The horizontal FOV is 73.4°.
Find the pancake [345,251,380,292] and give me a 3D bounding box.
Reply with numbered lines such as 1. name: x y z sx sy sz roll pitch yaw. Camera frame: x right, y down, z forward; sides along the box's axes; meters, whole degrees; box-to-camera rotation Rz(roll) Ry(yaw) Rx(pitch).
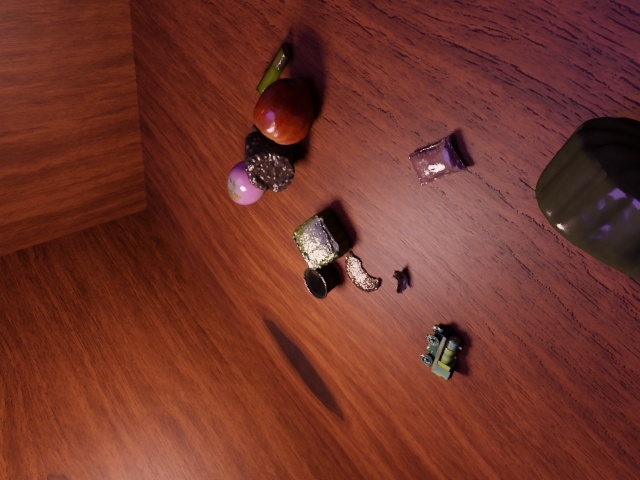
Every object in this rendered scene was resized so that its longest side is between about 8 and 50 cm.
1. pancake: 0.169 0.131 1.798 0.184 0.020 0.190 -18 97 56

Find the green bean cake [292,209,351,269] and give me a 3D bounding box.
1. green bean cake: 0.000 0.000 1.815 0.200 0.113 0.214 -34 86 37

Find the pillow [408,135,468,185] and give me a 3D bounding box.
1. pillow: 0.348 -0.236 1.305 0.185 0.043 0.118 -19 97 56

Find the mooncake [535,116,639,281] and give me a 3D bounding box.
1. mooncake: 0.599 -0.089 0.801 0.351 0.351 0.187 46 143 25

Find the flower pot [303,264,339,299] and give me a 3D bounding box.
1. flower pot: 0.010 0.178 1.962 0.157 0.107 0.157 27 130 38

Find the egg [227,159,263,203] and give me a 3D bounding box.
1. egg: -0.357 -0.274 2.094 0.196 0.196 0.271 52 155 18

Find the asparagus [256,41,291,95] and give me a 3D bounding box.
1. asparagus: -0.184 -0.678 1.724 0.278 0.060 0.067 -31 66 56

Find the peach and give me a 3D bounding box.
1. peach: -0.124 -0.500 1.626 0.257 0.232 0.232 -44 71 20

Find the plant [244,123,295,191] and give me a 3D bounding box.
1. plant: -0.221 -0.370 1.848 0.312 0.213 0.215 -98 13 -51

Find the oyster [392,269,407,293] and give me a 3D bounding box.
1. oyster: 0.289 0.152 1.611 0.083 0.081 0.038 -66 24 9

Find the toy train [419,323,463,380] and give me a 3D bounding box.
1. toy train: 0.443 0.398 1.556 0.132 0.083 0.200 27 132 27
